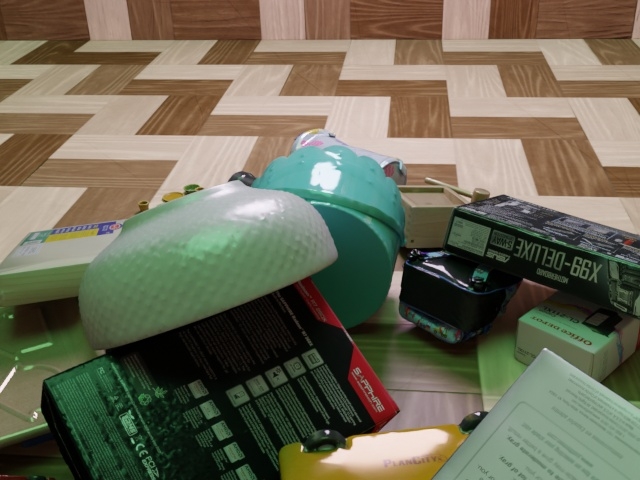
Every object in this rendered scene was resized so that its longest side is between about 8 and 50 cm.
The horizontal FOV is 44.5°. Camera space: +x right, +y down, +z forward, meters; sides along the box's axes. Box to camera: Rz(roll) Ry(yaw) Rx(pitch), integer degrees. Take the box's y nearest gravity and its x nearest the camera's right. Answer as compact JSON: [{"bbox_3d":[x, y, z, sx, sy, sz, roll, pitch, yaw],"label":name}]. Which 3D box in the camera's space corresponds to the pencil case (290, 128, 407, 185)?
[{"bbox_3d":[0.058,-0.156,1.687,0.124,0.113,0.273,-42,45,-20],"label":"pencil case"}]

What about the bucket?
[{"bbox_3d":[0.000,0.000,1.259,0.281,0.281,0.183,1,31,6],"label":"bucket"}]

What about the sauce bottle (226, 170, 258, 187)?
[{"bbox_3d":[-0.051,-0.060,1.518,0.111,0.111,0.344,-27,38,-38],"label":"sauce bottle"}]

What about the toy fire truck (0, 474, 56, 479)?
[{"bbox_3d":[-0.416,0.301,0.898,0.192,0.135,0.047,14,60,-35],"label":"toy fire truck"}]

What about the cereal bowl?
[{"bbox_3d":[-0.155,0.015,1.007,0.339,0.141,0.339,-21,2,1],"label":"cereal bowl"}]

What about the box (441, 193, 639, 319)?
[{"bbox_3d":[0.379,0.012,1.225,0.307,0.076,0.242,20,17,27],"label":"box"}]

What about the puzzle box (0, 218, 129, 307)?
[{"bbox_3d":[-0.379,0.022,1.328,0.272,0.052,0.409,-9,11,-11],"label":"puzzle box"}]

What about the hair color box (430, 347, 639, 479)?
[{"bbox_3d":[0.167,0.286,0.691,0.347,0.105,0.174,-47,41,-6],"label":"hair color box"}]

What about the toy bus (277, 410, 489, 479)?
[{"bbox_3d":[0.124,0.279,0.861,0.332,0.130,0.108,-5,30,-6],"label":"toy bus"}]

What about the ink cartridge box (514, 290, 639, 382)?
[{"bbox_3d":[0.393,0.135,1.170,0.175,0.072,0.127,-26,37,-37],"label":"ink cartridge box"}]

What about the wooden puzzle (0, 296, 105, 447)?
[{"bbox_3d":[-0.480,0.208,1.096,0.347,0.080,0.322,-19,32,-20],"label":"wooden puzzle"}]

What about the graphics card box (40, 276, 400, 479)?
[{"bbox_3d":[-0.116,0.206,0.947,0.371,0.094,0.233,-22,68,-33],"label":"graphics card box"}]

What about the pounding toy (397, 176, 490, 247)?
[{"bbox_3d":[0.231,-0.053,1.520,0.206,0.094,0.181,-1,22,-18],"label":"pounding toy"}]

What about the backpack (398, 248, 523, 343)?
[{"bbox_3d":[0.228,0.077,1.243,0.158,0.117,0.173,24,24,37],"label":"backpack"}]

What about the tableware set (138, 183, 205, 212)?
[{"bbox_3d":[-0.315,-0.089,1.681,0.154,0.024,0.104,-21,33,-30],"label":"tableware set"}]

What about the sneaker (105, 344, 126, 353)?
[{"bbox_3d":[-0.160,0.158,1.155,0.281,0.106,0.162,9,22,1],"label":"sneaker"}]
